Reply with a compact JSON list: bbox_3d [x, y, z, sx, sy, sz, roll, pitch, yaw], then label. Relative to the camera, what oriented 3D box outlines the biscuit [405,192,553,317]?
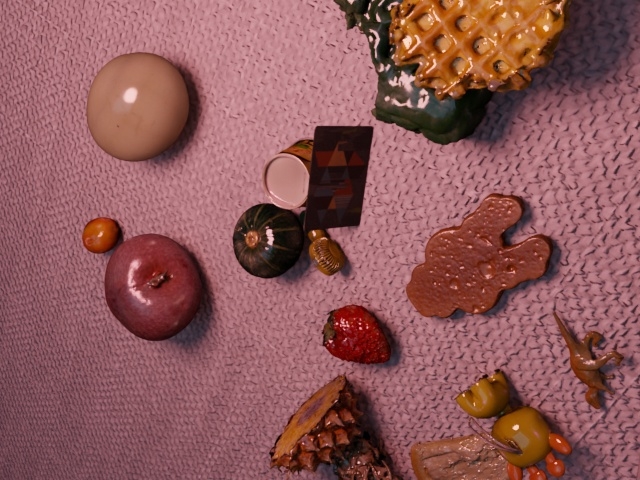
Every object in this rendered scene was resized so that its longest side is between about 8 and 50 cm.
[{"bbox_3d":[0.289,0.045,1.155,0.295,0.044,0.186,-36,81,32],"label":"biscuit"}]

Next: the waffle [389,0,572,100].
[{"bbox_3d":[0.227,-0.344,0.880,0.262,0.060,0.281,8,108,19],"label":"waffle"}]

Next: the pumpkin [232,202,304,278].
[{"bbox_3d":[-0.115,-0.002,1.328,0.167,0.125,0.167,4,97,42],"label":"pumpkin"}]

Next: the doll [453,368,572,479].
[{"bbox_3d":[0.366,0.356,1.142,0.143,0.135,0.221,-46,67,29],"label":"doll"}]

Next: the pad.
[{"bbox_3d":[0.036,-0.123,1.205,0.003,0.142,0.212,32,122,51],"label":"pad"}]

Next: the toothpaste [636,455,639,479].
[{"bbox_3d":[0.603,0.396,1.069,0.089,0.057,0.234,13,103,28],"label":"toothpaste"}]

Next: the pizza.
[{"bbox_3d":[0.317,0.486,1.269,0.262,0.034,0.181,-31,86,33],"label":"pizza"}]

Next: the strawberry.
[{"bbox_3d":[0.079,0.198,1.285,0.148,0.131,0.131,9,111,-3],"label":"strawberry"}]

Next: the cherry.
[{"bbox_3d":[-0.420,0.121,1.494,0.307,0.221,0.261,-29,80,46],"label":"cherry"}]

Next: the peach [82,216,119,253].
[{"bbox_3d":[-0.586,-0.013,1.624,0.100,0.100,0.101,9,108,28],"label":"peach"}]

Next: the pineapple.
[{"bbox_3d":[0.062,0.479,1.329,0.271,0.262,0.262,44,122,-2],"label":"pineapple"}]

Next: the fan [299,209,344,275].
[{"bbox_3d":[0.000,0.000,1.296,0.039,0.082,0.155,-35,74,27],"label":"fan"}]

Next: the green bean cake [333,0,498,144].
[{"bbox_3d":[0.168,-0.350,1.038,0.300,0.169,0.308,27,117,19],"label":"green bean cake"}]

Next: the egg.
[{"bbox_3d":[-0.412,-0.300,1.367,0.269,0.219,0.219,-41,82,28],"label":"egg"}]

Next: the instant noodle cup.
[{"bbox_3d":[-0.044,-0.131,1.253,0.151,0.122,0.152,10,112,27],"label":"instant noodle cup"}]

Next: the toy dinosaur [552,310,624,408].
[{"bbox_3d":[0.468,0.219,1.102,0.162,0.039,0.126,32,119,21],"label":"toy dinosaur"}]
